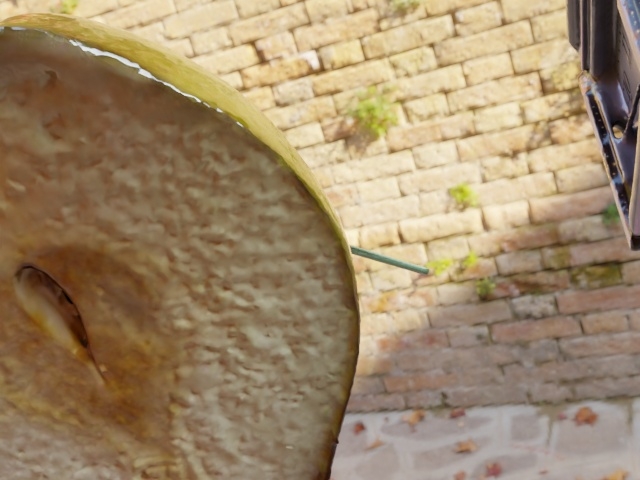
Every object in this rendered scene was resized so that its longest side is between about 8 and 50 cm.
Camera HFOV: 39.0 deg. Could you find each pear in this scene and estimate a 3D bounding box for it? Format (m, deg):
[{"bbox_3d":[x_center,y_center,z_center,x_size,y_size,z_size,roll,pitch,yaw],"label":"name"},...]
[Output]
[{"bbox_3d":[-0.139,0.025,0.622,0.340,0.386,0.191,-17,26,10],"label":"pear"}]

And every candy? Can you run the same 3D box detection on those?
[{"bbox_3d":[0.000,0.000,1.093,0.335,0.092,0.093,15,-46,-29],"label":"candy"}]

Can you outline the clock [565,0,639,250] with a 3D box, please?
[{"bbox_3d":[0.208,-0.110,0.541,0.083,0.186,0.253,-13,-25,11],"label":"clock"}]
